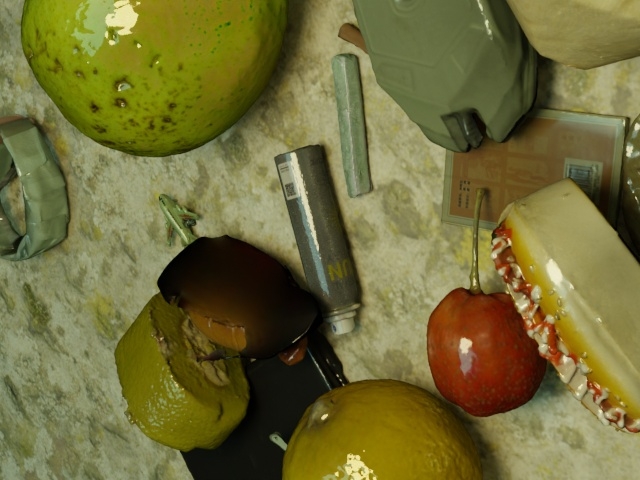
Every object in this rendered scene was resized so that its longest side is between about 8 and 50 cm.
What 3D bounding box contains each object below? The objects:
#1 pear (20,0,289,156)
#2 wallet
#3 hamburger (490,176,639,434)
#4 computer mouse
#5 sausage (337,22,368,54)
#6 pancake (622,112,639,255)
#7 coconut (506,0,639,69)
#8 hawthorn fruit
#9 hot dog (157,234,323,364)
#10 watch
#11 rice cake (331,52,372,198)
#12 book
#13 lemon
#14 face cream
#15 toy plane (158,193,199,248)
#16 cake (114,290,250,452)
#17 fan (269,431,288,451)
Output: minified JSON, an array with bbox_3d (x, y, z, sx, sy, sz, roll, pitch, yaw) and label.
[{"bbox_3d":[-0.226,-0.321,1.330,0.391,0.391,0.391,11,108,37],"label":"pear"},{"bbox_3d":[-0.089,0.322,1.568,0.406,0.062,0.228,-37,77,38],"label":"wallet"},{"bbox_3d":[0.308,0.072,1.060,0.151,0.227,0.295,-40,86,18],"label":"hamburger"},{"bbox_3d":[0.144,-0.321,1.157,0.228,0.145,0.429,-10,105,48],"label":"computer mouse"},{"bbox_3d":[0.074,-0.267,1.304,0.116,0.026,0.026,37,122,27],"label":"sausage"},{"bbox_3d":[0.465,-0.061,1.015,0.294,0.049,0.295,15,113,39],"label":"pancake"},{"bbox_3d":[0.291,-0.336,0.923,0.352,0.352,0.353,11,108,37],"label":"coconut"},{"bbox_3d":[0.206,0.079,1.194,0.165,0.165,0.286,1,99,40],"label":"hawthorn fruit"},{"bbox_3d":[-0.115,0.115,1.472,0.194,0.107,0.326,-44,44,-1],"label":"hot dog"},{"bbox_3d":[-0.598,-0.087,1.834,0.241,0.161,0.253,49,128,10],"label":"watch"},{"bbox_3d":[0.045,-0.164,1.349,0.033,0.033,0.208,6,106,49],"label":"rice cake"},{"bbox_3d":[0.265,-0.085,1.195,0.241,0.018,0.170,13,109,36],"label":"book"},{"bbox_3d":[0.084,0.323,1.280,0.293,0.293,0.293,11,108,37],"label":"lemon"},{"bbox_3d":[0.000,0.000,1.401,0.073,0.073,0.284,-13,93,41],"label":"face cream"},{"bbox_3d":[-0.245,-0.033,1.619,0.102,0.040,0.111,-36,77,38],"label":"toy plane"},{"bbox_3d":[-0.228,0.213,1.526,0.156,0.179,0.261,-53,37,26],"label":"cake"},{"bbox_3d":[-0.001,0.377,1.475,0.227,0.008,0.152,46,131,-14],"label":"fan"}]
